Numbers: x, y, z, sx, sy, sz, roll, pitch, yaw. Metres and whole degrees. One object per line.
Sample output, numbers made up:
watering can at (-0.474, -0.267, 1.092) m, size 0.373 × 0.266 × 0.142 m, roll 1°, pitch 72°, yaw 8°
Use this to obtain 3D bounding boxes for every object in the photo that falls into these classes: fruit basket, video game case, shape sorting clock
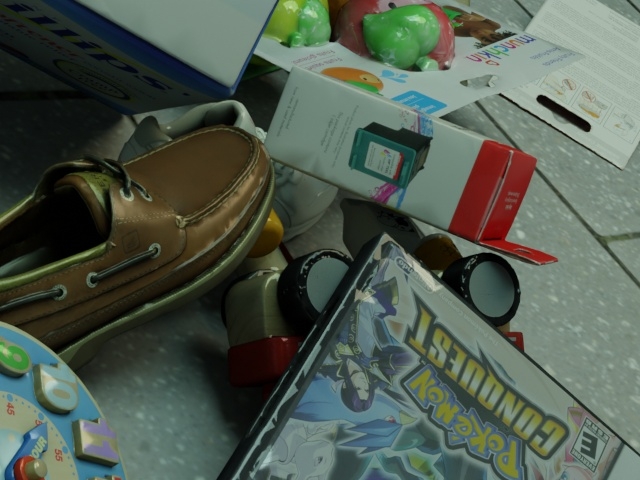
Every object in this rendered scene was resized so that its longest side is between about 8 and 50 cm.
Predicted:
fruit basket at (0.033, -0.220, 1.508) m, size 0.353 × 0.165 × 0.327 m, roll 23°, pitch 29°, yaw 30°
video game case at (0.084, 0.169, 1.056) m, size 0.275 × 0.035 × 0.248 m, roll 41°, pitch 54°, yaw -11°
shape sorting clock at (-0.183, 0.142, 0.954) m, size 0.206 × 0.040 × 0.206 m, roll 45°, pitch 32°, yaw -38°

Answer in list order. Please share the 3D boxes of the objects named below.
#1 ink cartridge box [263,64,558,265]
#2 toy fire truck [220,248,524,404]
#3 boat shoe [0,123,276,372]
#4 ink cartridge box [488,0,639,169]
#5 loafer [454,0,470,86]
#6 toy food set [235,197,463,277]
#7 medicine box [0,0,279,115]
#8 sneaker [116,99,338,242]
ink cartridge box at (0.085, -0.057, 1.241) m, size 0.231 × 0.078 × 0.134 m, roll 23°, pitch 7°, yaw 14°
toy fire truck at (0.055, 0.134, 1.150) m, size 0.217 × 0.158 × 0.246 m, roll 2°, pitch 79°, yaw -32°
boat shoe at (-0.144, -0.004, 1.094) m, size 0.111 × 0.104 × 0.307 m, roll 23°, pitch 49°, yaw 33°
ink cartridge box at (0.300, -0.180, 1.809) m, size 0.181 × 0.056 × 0.225 m, roll 32°, pitch 53°, yaw 5°
loafer at (0.118, -0.260, 1.725) m, size 0.102 × 0.092 × 0.268 m, roll 14°, pitch 37°, yaw -20°
toy food set at (0.000, 0.000, 1.286) m, size 0.232 × 0.111 × 0.104 m, roll 7°, pitch 38°, yaw -36°
medicine box at (-0.194, -0.227, 1.242) m, size 0.263 × 0.149 × 0.289 m, roll 28°, pitch -9°, yaw -21°
sneaker at (-0.065, -0.063, 1.317) m, size 0.232 × 0.115 × 0.090 m, roll -6°, pitch 47°, yaw -40°
